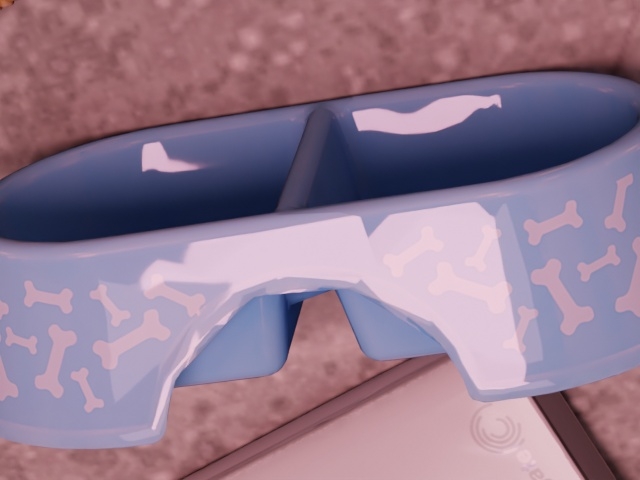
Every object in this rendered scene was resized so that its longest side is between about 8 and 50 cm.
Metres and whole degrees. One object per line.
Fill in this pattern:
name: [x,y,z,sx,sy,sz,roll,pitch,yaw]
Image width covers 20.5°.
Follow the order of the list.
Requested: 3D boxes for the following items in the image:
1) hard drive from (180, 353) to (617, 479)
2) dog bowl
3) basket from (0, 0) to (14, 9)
hard drive: [0.007,0.188,0.831,0.307,0.040,0.203,-30,101,21]
dog bowl: [0.000,0.000,0.671,0.297,0.166,0.074,-8,110,10]
basket: [-0.262,-0.079,0.603,0.299,0.213,0.223,-28,116,20]
